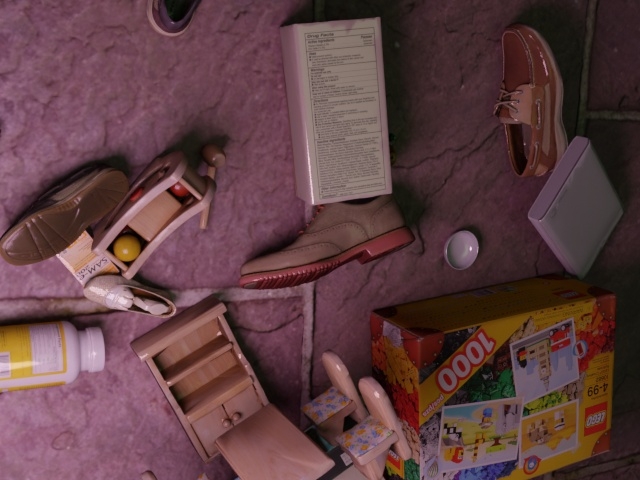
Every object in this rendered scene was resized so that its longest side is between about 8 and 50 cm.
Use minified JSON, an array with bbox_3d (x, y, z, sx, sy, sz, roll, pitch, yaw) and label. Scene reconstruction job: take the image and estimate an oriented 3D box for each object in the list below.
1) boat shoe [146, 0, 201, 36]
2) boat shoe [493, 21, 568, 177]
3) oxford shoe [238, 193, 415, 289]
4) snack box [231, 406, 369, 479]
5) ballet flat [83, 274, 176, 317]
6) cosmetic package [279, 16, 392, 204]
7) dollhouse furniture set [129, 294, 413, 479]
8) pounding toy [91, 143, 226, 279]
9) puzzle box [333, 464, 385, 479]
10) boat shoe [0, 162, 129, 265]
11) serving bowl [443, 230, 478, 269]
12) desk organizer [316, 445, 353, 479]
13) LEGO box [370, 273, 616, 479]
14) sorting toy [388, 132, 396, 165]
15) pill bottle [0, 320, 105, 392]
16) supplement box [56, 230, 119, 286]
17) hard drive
[{"bbox_3d":[-0.205,-0.466,1.208,0.102,0.092,0.285,14,94,-29],"label":"boat shoe"},{"bbox_3d":[0.417,-0.276,1.554,0.116,0.123,0.324,-25,109,-18],"label":"boat shoe"},{"bbox_3d":[0.000,0.000,1.421,0.348,0.123,0.130,-17,82,-22],"label":"oxford shoe"},{"bbox_3d":[-0.064,0.410,1.416,0.322,0.187,0.060,-31,78,-19],"label":"snack box"},{"bbox_3d":[-0.310,0.095,1.272,0.168,0.052,0.057,15,105,-45],"label":"ballet flat"},{"bbox_3d":[0.028,-0.230,1.355,0.160,0.113,0.310,-8,104,-15],"label":"cosmetic package"},{"bbox_3d":[-0.130,0.280,1.234,0.362,0.394,0.256,-31,113,-18],"label":"dollhouse furniture set"},{"bbox_3d":[-0.231,-0.044,1.250,0.155,0.154,0.269,44,80,-27],"label":"pounding toy"},{"bbox_3d":[0.073,0.630,1.485,0.272,0.052,0.409,-30,78,-18],"label":"puzzle box"},{"bbox_3d":[-0.409,-0.045,1.207,0.223,0.073,0.080,-39,133,-18],"label":"boat shoe"},{"bbox_3d":[0.290,0.018,1.601,0.083,0.027,0.083,-6,104,-26],"label":"serving bowl"},{"bbox_3d":[0.017,0.437,1.487,0.130,0.050,0.047,-30,82,-20],"label":"desk organizer"},{"bbox_3d":[0.363,0.303,1.605,0.500,0.193,0.373,-9,105,-25],"label":"LEGO box"},{"bbox_3d":[0.118,-0.183,1.462,0.061,0.042,0.102,-48,117,-10],"label":"sorting toy"},{"bbox_3d":[-0.444,0.182,1.218,0.184,0.103,0.103,-2,102,-27],"label":"pill bottle"},{"bbox_3d":[-0.386,0.031,1.253,0.062,0.036,0.098,-41,116,-13],"label":"supplement box"},{"bbox_3d":[0.563,-0.062,1.662,0.203,0.040,0.307,-57,138,-6],"label":"hard drive"}]
